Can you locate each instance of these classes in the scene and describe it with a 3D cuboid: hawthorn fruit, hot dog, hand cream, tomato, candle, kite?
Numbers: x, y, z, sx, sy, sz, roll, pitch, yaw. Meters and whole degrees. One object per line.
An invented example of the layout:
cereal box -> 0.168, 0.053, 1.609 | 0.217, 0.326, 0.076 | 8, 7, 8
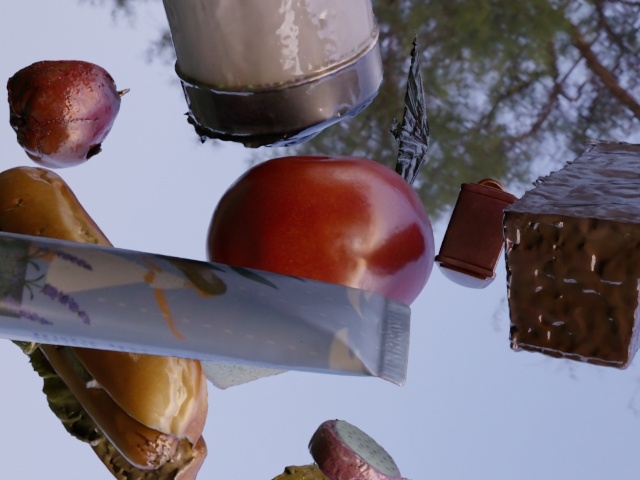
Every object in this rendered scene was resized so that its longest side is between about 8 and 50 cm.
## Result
hawthorn fruit -> -0.333, -0.175, 1.554 | 0.148, 0.172, 0.148 | 32, -46, 41
hot dog -> -0.195, 0.058, 0.893 | 0.337, 0.100, 0.135 | 47, -33, 36
hand cream -> -0.085, 0.036, 0.635 | 0.091, 0.271, 0.058 | -75, 172, -67
tomato -> 0.000, 0.000, 0.934 | 0.195, 0.195, 0.136 | 8, -78, 55
candle -> -0.057, -0.252, 0.969 | 0.187, 0.330, 0.187 | -9, -151, 5
kite -> 0.137, -0.162, 1.783 | 0.268, 0.013, 0.323 | -128, -136, -76

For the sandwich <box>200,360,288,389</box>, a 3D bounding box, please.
sandwich -> -0.078, 0.139, 1.845 | 0.288, 0.254, 0.100 | -16, -120, 4

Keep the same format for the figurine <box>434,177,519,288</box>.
figurine -> 0.214, -0.010, 1.535 | 0.082, 0.098, 0.154 | 16, -110, 16

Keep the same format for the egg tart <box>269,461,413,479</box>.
egg tart -> -0.038, 0.382, 1.475 | 0.345, 0.345, 0.132 | -47, -113, 23

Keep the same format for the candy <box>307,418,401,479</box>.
candy -> 0.035, 0.225, 1.172 | 0.043, 0.103, 0.103 | -51, -145, 10

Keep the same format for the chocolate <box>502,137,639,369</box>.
chocolate -> 0.225, -0.001, 0.870 | 0.111, 0.321, 0.112 | 6, -75, 23
